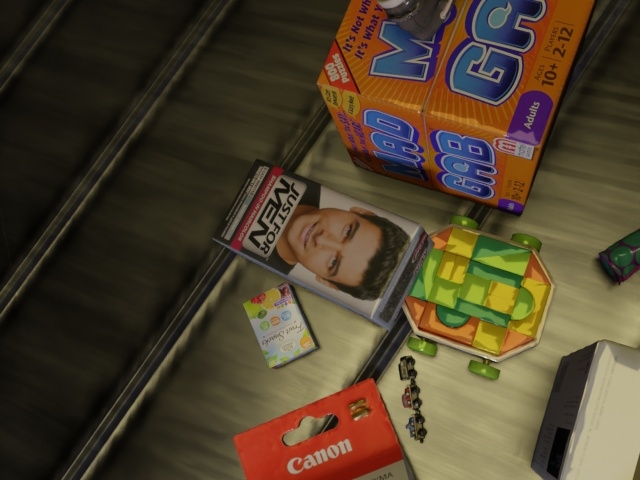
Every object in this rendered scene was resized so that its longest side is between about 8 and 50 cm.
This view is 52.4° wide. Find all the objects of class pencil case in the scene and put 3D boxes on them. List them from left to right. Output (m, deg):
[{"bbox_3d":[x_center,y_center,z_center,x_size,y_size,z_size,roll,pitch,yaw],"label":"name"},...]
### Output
[{"bbox_3d":[0.575,0.015,1.151,0.152,0.064,0.070,-30,55,4],"label":"pencil case"}]

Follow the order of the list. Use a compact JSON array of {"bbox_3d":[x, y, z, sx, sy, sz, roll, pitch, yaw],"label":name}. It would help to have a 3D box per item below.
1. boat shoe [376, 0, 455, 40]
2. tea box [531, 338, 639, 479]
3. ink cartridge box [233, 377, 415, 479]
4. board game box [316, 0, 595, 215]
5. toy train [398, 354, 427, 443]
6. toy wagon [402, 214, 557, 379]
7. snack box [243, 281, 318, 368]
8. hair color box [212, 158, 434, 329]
[{"bbox_3d":[0.198,-0.452,0.976,0.112,0.095,0.335,17,73,54],"label":"boat shoe"},{"bbox_3d":[0.512,0.308,0.951,0.323,0.329,0.220,18,81,15],"label":"tea box"},{"bbox_3d":[0.018,0.469,1.126,0.308,0.091,0.385,-25,67,8],"label":"ink cartridge box"},{"bbox_3d":[0.253,-0.304,1.150,0.356,0.356,0.356,19,81,16],"label":"board game box"},{"bbox_3d":[0.166,0.291,1.191,0.036,0.027,0.158,-11,73,13],"label":"toy train"},{"bbox_3d":[0.245,0.087,1.204,0.344,0.068,0.267,18,80,16],"label":"toy wagon"},{"bbox_3d":[-0.078,0.166,1.272,0.100,0.037,0.141,-27,72,6],"label":"snack box"},{"bbox_3d":[0.000,0.000,1.223,0.374,0.113,0.185,24,82,28],"label":"hair color box"}]
